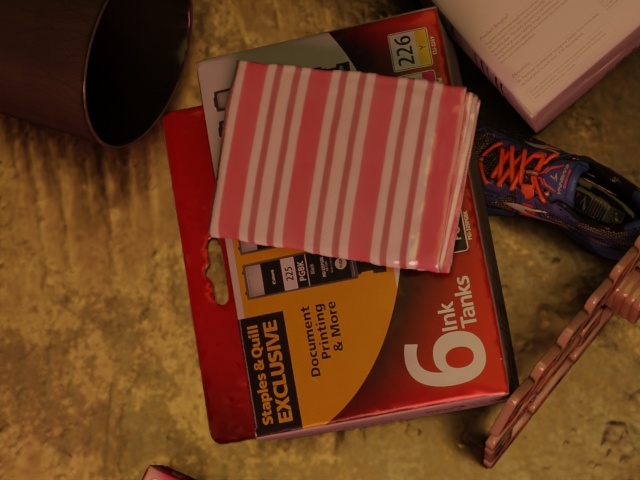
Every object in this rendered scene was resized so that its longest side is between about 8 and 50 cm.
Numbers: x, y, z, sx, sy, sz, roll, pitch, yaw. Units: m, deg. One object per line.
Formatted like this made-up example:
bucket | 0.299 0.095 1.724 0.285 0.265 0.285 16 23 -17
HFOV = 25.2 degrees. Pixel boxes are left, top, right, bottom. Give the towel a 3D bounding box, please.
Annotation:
towel | 0.016 -0.057 1.094 0.197 0.029 0.144 9 84 15

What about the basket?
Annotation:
basket | -0.250 -0.175 1.187 0.226 0.204 0.154 11 119 15

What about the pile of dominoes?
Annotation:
pile of dominoes | 0.224 0.083 1.157 0.040 0.196 0.251 38 81 15

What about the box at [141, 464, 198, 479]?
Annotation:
box | -0.131 0.341 1.130 0.154 0.142 0.300 26 81 3

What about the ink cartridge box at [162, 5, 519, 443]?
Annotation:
ink cartridge box | 0.000 0.000 1.170 0.271 0.130 0.310 -12 80 10

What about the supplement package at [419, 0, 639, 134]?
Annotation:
supplement package | 0.188 -0.233 1.210 0.194 0.149 0.203 -40 82 6

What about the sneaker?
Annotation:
sneaker | 0.197 -0.053 1.234 0.221 0.087 0.083 18 80 2
